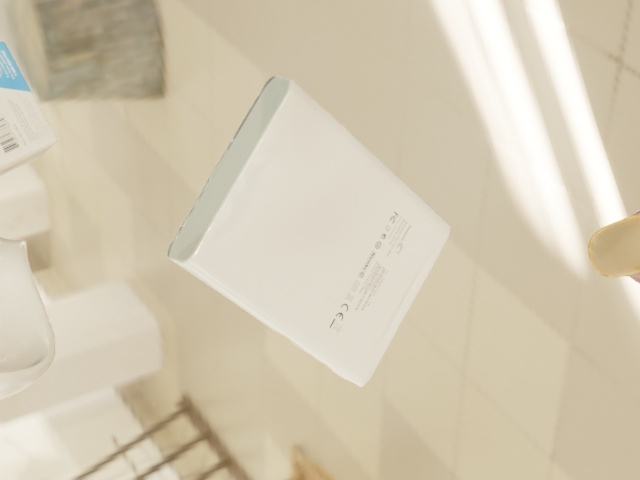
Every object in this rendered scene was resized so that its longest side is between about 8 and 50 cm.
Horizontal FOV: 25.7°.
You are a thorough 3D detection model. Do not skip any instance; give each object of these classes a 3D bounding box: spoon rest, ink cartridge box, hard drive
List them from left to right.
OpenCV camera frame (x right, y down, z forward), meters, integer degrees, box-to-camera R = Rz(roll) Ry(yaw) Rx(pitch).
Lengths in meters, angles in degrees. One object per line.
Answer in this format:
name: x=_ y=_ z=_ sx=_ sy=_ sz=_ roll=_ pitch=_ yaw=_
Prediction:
ink cartridge box: x=-0.338 y=-0.090 z=1.231 sx=0.061 sy=0.181 sz=0.104 roll=-25 pitch=94 yaw=57
spoon rest: x=-0.254 y=0.047 z=1.021 sx=0.276 sy=0.137 sz=0.084 roll=-114 pitch=40 yaw=-77
hard drive: x=0.000 y=0.000 z=1.414 sx=0.040 sy=0.203 sz=0.307 roll=21 pitch=167 yaw=44

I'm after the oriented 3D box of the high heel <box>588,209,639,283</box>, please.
high heel: x=0.304 y=-0.013 z=0.918 sx=0.244 sy=0.117 sz=0.082 roll=-22 pitch=79 yaw=36
